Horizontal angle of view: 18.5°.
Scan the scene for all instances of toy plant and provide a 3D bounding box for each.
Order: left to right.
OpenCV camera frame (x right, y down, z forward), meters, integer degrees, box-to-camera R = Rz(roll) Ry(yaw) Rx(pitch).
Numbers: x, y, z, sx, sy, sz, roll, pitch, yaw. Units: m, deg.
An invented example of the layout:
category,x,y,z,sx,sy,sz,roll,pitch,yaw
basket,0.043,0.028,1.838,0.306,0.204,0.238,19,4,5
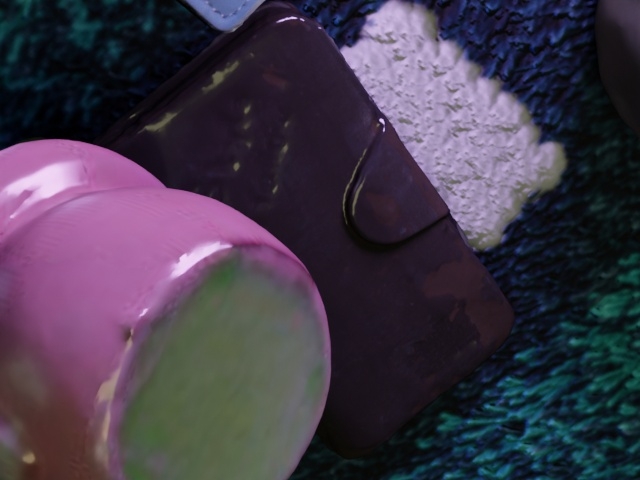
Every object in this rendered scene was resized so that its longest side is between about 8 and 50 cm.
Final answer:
category,x,y,z,sx,sy,sz,roll,pitch,yaw
toy plant,-0.174,0.019,1.098,0.210,0.356,0.317,-37,130,-25

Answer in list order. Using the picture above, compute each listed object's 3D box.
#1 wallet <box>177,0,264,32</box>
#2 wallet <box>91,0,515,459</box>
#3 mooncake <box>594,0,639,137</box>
category,x,y,z,sx,sy,sz,roll,pitch,yaw
wallet,-0.087,-0.244,1.084,0.176,0.075,0.250,-48,129,3
wallet,0.000,0.000,1.279,0.165,0.042,0.309,-37,121,-2
mooncake,0.313,-0.141,1.262,0.275,0.135,0.275,-9,118,-17
